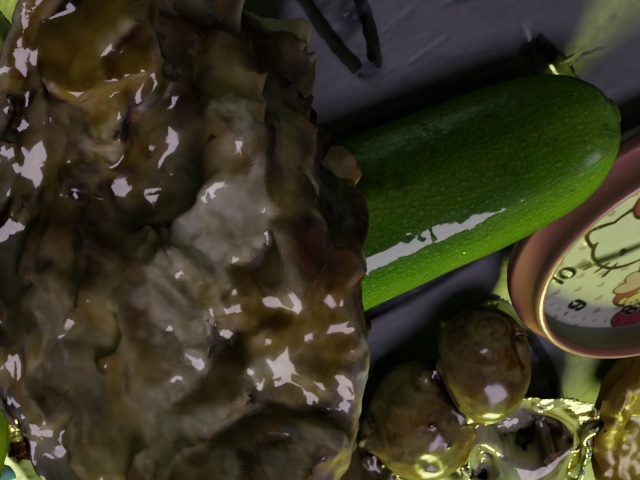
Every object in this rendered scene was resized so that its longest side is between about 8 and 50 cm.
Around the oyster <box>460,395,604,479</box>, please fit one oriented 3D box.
[{"bbox_3d":[0.148,0.156,1.471,0.108,0.053,0.166,-15,145,-8],"label":"oyster"}]

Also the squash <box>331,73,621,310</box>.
[{"bbox_3d":[0.000,0.000,1.131,0.378,0.101,0.101,-20,145,-4],"label":"squash"}]

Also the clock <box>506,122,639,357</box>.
[{"bbox_3d":[0.235,-0.009,1.303,0.244,0.056,0.244,-16,147,-11],"label":"clock"}]

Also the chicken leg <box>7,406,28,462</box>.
[{"bbox_3d":[-0.197,0.109,1.178,0.253,0.051,0.106,26,121,-40],"label":"chicken leg"}]

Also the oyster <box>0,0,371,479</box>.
[{"bbox_3d":[-0.054,0.019,0.963,0.238,0.351,0.115,2,170,-41],"label":"oyster"}]

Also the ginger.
[{"bbox_3d":[0.066,0.122,1.349,0.204,0.080,0.104,-40,138,24],"label":"ginger"}]

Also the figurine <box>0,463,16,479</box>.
[{"bbox_3d":[-0.240,0.191,1.248,0.114,0.079,0.114,-59,178,-3],"label":"figurine"}]

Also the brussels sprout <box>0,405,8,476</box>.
[{"bbox_3d":[-0.286,0.094,0.980,0.219,0.210,0.271,-10,156,-35],"label":"brussels sprout"}]

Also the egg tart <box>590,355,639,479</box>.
[{"bbox_3d":[0.344,0.153,1.466,0.294,0.294,0.123,-47,176,29],"label":"egg tart"}]
